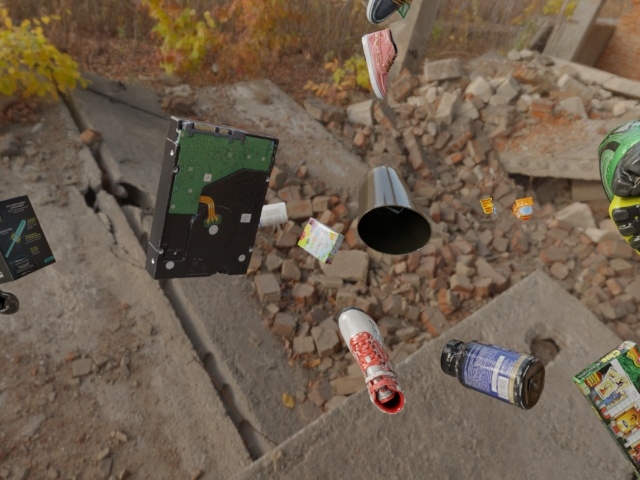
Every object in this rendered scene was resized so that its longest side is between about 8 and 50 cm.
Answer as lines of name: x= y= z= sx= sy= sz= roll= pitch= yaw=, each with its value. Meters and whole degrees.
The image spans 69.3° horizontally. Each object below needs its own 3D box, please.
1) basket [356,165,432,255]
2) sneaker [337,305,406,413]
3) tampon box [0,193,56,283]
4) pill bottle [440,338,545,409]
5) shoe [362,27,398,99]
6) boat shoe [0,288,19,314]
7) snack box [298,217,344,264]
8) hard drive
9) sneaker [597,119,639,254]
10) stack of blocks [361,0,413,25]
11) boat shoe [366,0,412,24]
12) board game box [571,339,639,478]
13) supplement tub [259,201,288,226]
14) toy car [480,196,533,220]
basket: x=0.184 y=-0.092 z=1.266 sx=0.204 sy=0.154 sz=0.226 roll=18 pitch=35 yaw=-17
sneaker: x=0.130 y=0.295 z=1.133 sx=0.090 sy=0.270 sz=0.145 roll=-26 pitch=15 yaw=5
tampon box: x=-0.667 y=0.001 z=0.974 sx=0.102 sy=0.161 sz=0.120 roll=-13 pitch=13 yaw=16
pill bottle: x=0.406 y=0.311 z=1.115 sx=0.123 sy=0.122 sz=0.219 roll=-18 pitch=18 yaw=-37
shoe: x=0.176 y=-0.484 z=1.275 sx=0.081 sy=0.177 sz=0.063 roll=-9 pitch=17 yaw=25
boat shoe: x=-0.535 y=0.098 z=0.762 sx=0.046 sy=0.125 sz=0.038 roll=-29 pitch=64 yaw=-22
snack box: x=0.000 y=0.000 z=1.462 sx=0.037 sy=0.100 sz=0.141 roll=14 pitch=15 yaw=-46
hard drive: x=-0.236 y=-0.082 z=1.011 sx=0.237 sy=0.338 sz=0.064 roll=-1 pitch=25 yaw=-42
sneaker: x=0.417 y=0.006 z=0.487 sx=0.343 sy=0.134 sz=0.146 roll=48 pitch=35 yaw=-17
stack of blocks: x=0.107 y=-0.664 z=1.109 sx=0.297 sy=0.171 sz=0.087 roll=36 pitch=-14 yaw=-38
boat shoe: x=0.174 y=-0.535 z=0.998 sx=0.065 sy=0.183 sz=0.083 roll=15 pitch=44 yaw=-36
board game box: x=0.623 y=0.338 z=0.915 sx=0.259 sy=0.136 sz=0.030 roll=54 pitch=-1 yaw=-7
supplement tub: x=-0.166 y=-0.086 z=1.546 sx=0.107 sy=0.071 sz=0.071 roll=-9 pitch=39 yaw=-3
toy car: x=0.373 y=-0.057 z=0.931 sx=0.122 sy=0.060 sz=0.040 roll=-5 pitch=68 yaw=-8
